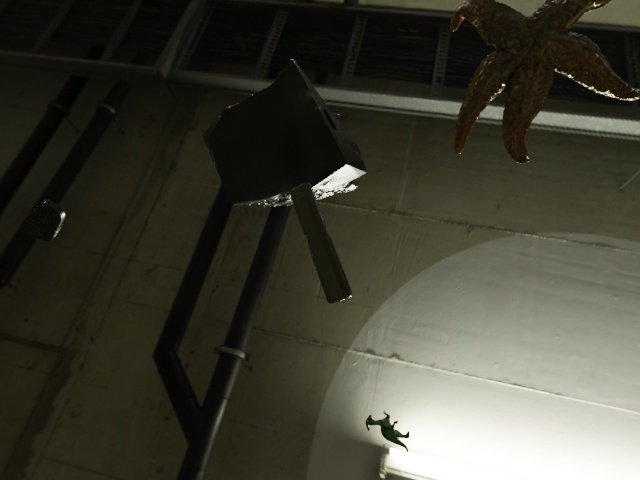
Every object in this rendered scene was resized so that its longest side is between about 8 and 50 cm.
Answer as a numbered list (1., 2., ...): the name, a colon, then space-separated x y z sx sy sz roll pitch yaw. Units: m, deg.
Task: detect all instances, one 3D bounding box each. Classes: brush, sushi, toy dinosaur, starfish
1. brush: 0.000 0.000 0.565 0.034 0.027 0.190 -26 -124 8
2. sushi: -0.047 -0.156 0.809 0.227 0.212 0.215 -31 -106 25
3. toy dinosaur: 0.096 0.278 0.612 0.062 0.083 0.021 0 -158 11
4. starfish: 0.345 -0.309 0.710 0.375 0.094 0.327 -38 -106 11

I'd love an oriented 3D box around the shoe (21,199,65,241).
1. shoe: -0.618 -0.053 0.975 0.179 0.071 0.049 -26 -151 40
